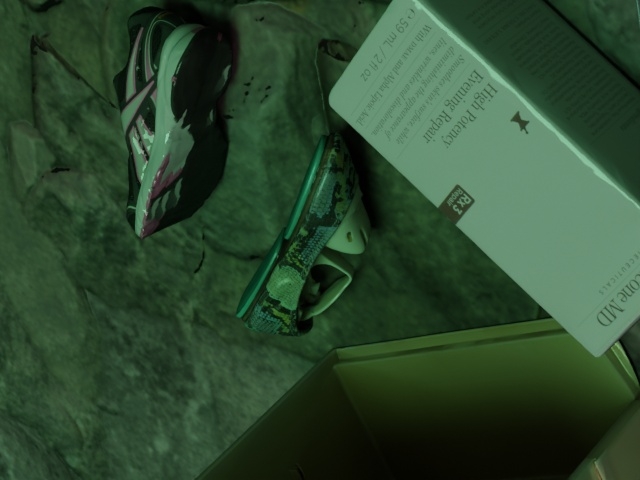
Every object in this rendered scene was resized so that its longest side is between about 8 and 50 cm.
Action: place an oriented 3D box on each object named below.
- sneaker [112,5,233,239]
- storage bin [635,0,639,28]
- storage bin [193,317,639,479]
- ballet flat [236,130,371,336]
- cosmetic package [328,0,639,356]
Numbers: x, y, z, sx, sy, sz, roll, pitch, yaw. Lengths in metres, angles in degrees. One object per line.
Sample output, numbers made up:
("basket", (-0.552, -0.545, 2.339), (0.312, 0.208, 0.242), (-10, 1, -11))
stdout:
("sneaker", (-0.111, -0.088, 1.340), (0.077, 0.072, 0.178), (39, 129, 30))
("storage bin", (0.238, -0.150, 0.971), (0.135, 0.091, 0.098), (8, 123, 36))
("storage bin", (0.051, 0.175, 1.228), (0.260, 0.262, 0.123), (-12, 110, 44))
("ballet flat", (0.000, 0.000, 1.309), (0.070, 0.070, 0.188), (40, 138, 11))
("cosmetic package", (0.128, -0.055, 1.137), (0.231, 0.085, 0.117), (44, 138, 9))
